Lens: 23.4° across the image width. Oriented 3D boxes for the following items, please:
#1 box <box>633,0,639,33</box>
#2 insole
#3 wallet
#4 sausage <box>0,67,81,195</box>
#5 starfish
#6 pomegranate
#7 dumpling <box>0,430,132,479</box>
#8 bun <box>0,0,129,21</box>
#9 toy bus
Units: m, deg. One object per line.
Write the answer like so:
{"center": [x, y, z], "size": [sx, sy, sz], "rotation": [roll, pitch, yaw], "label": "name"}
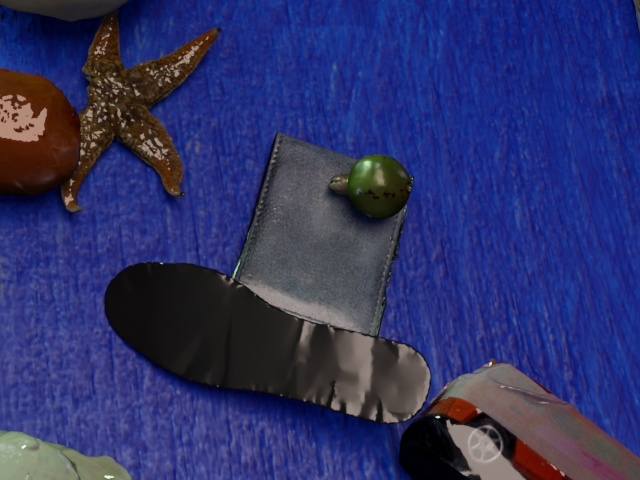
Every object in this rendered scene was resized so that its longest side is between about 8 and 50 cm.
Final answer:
{"center": [0.526, -0.221, 1.845], "size": [0.274, 0.091, 0.220], "rotation": [2, 68, -13], "label": "box"}
{"center": [-0.057, 0.104, 1.562], "size": [0.348, 0.009, 0.119], "rotation": [16, 73, 10], "label": "insole"}
{"center": [-0.001, 0.001, 1.654], "size": [0.167, 0.036, 0.222], "rotation": [17, 62, -5], "label": "wallet"}
{"center": [-0.368, -0.122, 1.566], "size": [0.258, 0.133, 0.133], "rotation": [16, 64, -5], "label": "sausage"}
{"center": [-0.197, -0.130, 1.658], "size": [0.138, 0.050, 0.247], "rotation": [13, 72, -9], "label": "starfish"}
{"center": [0.056, -0.055, 1.643], "size": [0.073, 0.084, 0.073], "rotation": [6, 80, -37], "label": "pomegranate"}
{"center": [-0.284, 0.242, 1.430], "size": [0.258, 0.147, 0.193], "rotation": [8, 35, -10], "label": "dumpling"}
{"center": [-0.275, -0.357, 1.682], "size": [0.287, 0.146, 0.287], "rotation": [-1, 66, 2], "label": "bun"}
{"center": [0.231, 0.251, 1.552], "size": [0.303, 0.127, 0.147], "rotation": [38, 59, 6], "label": "toy bus"}
